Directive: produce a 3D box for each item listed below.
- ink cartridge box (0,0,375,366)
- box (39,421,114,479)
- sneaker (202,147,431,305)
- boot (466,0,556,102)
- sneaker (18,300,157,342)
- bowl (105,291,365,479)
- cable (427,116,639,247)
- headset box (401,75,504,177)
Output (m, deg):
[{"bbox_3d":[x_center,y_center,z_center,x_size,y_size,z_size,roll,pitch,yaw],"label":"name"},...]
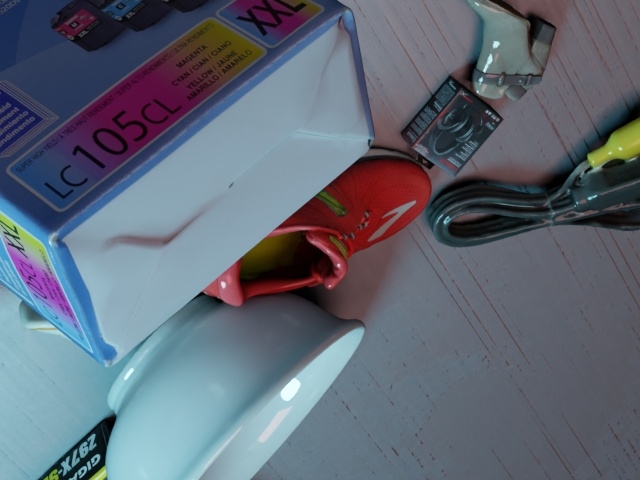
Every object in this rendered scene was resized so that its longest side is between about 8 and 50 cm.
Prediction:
[{"bbox_3d":[-0.199,-0.125,1.050,0.270,0.395,0.151,-41,144,-25],"label":"ink cartridge box"},{"bbox_3d":[-0.201,0.366,1.525,0.257,0.079,0.322,-43,124,6],"label":"box"},{"bbox_3d":[0.000,0.000,1.333,0.279,0.118,0.107,-21,126,-29],"label":"sneaker"},{"bbox_3d":[0.164,-0.176,1.352,0.118,0.042,0.087,19,114,-28],"label":"boot"},{"bbox_3d":[-0.189,-0.043,1.252,0.127,0.126,0.321,-2,121,-25],"label":"sneaker"},{"bbox_3d":[-0.103,0.145,1.354,0.134,0.298,0.298,42,103,10],"label":"bowl"},{"bbox_3d":[0.249,-0.049,1.469,0.287,0.072,0.139,-15,142,4],"label":"cable"},{"bbox_3d":[0.123,-0.105,1.385,0.062,0.032,0.083,33,103,-33],"label":"headset box"}]
